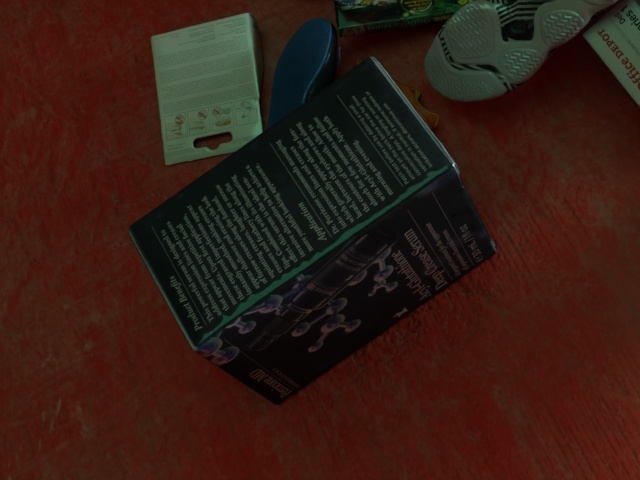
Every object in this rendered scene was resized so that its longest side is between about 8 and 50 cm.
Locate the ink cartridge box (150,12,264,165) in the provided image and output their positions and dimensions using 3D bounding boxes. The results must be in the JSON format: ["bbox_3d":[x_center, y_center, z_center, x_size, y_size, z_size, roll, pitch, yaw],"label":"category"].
[{"bbox_3d":[-0.179,-0.245,1.757,0.181,0.056,0.225,-10,85,16],"label":"ink cartridge box"}]

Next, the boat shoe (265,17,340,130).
[{"bbox_3d":[-0.027,-0.217,1.661,0.109,0.089,0.258,12,78,37],"label":"boat shoe"}]

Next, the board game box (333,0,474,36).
[{"bbox_3d":[0.147,-0.395,1.664,0.259,0.030,0.136,-7,64,1],"label":"board game box"}]

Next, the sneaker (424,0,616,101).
[{"bbox_3d":[0.322,-0.335,1.527,0.366,0.210,0.137,-36,92,37],"label":"sneaker"}]

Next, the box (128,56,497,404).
[{"bbox_3d":[0.000,0.000,1.440,0.395,0.293,0.212,-35,61,4],"label":"box"}]

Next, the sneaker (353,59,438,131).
[{"bbox_3d":[0.113,-0.216,1.630,0.067,0.064,0.175,-32,65,-18],"label":"sneaker"}]

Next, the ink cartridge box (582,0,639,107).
[{"bbox_3d":[0.480,-0.276,1.396,0.219,0.092,0.160,-41,51,20],"label":"ink cartridge box"}]
